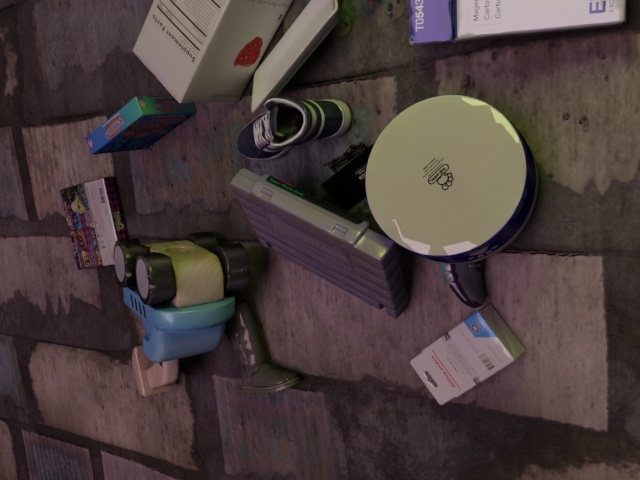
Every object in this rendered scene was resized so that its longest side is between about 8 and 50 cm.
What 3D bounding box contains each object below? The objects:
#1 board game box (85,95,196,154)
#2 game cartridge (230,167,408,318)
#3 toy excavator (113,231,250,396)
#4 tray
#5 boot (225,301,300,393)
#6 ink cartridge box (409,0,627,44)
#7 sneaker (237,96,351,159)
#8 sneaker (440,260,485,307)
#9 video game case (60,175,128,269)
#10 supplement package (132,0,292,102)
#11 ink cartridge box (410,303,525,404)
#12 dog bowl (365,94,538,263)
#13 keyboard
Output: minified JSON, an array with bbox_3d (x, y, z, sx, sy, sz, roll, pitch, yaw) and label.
[{"bbox_3d":[-0.411,-0.265,1.505,0.210,0.160,0.047,-25,86,38],"label":"board game box"},{"bbox_3d":[0.000,0.000,1.247,0.355,0.068,0.230,28,153,28],"label":"game cartridge"},{"bbox_3d":[-0.349,0.204,1.516,0.433,0.222,0.445,19,111,55],"label":"toy excavator"},{"bbox_3d":[-0.045,-0.368,1.256,0.270,0.030,0.145,-43,32,34],"label":"tray"},{"bbox_3d":[-0.142,0.240,1.489,0.190,0.076,0.208,-14,86,37],"label":"boot"},{"bbox_3d":[0.278,-0.468,0.970,0.330,0.071,0.324,1,102,23],"label":"ink cartridge box"},{"bbox_3d":[-0.094,-0.217,1.285,0.282,0.153,0.099,-9,95,38],"label":"sneaker"},{"bbox_3d":[0.251,0.003,1.131,0.098,0.083,0.223,-26,84,33],"label":"sneaker"},{"bbox_3d":[-0.609,-0.043,1.776,0.210,0.042,0.232,-9,95,37],"label":"video game case"},{"bbox_3d":[-0.208,-0.440,1.302,0.175,0.177,0.293,48,124,18],"label":"supplement package"},{"bbox_3d":[0.261,0.207,1.182,0.180,0.060,0.104,-44,75,35],"label":"ink cartridge box"},{"bbox_3d":[0.211,-0.097,1.069,0.265,0.104,0.264,-4,82,27],"label":"dog bowl"},{"bbox_3d":[0.083,-0.144,1.258,0.192,0.038,0.100,-35,103,35],"label":"keyboard"}]
